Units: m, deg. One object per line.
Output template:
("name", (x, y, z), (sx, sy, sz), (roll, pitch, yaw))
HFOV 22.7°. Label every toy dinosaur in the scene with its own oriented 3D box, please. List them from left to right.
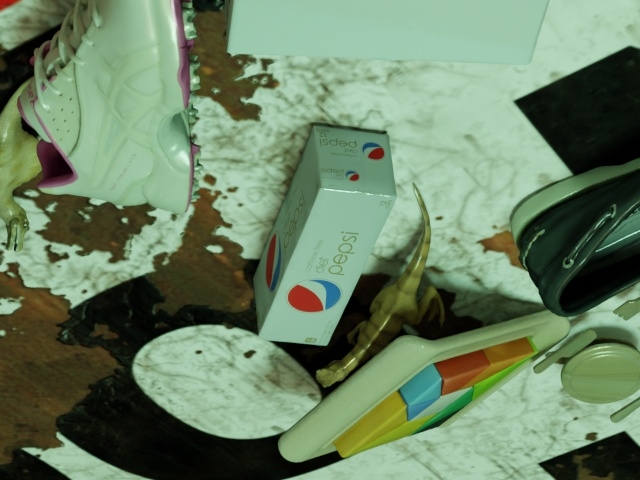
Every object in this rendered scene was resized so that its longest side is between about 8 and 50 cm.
("toy dinosaur", (-0.267, -0.072, 1.299), (0.092, 0.053, 0.183), (-8, 132, -26))
("toy dinosaur", (0.074, 0.054, 1.457), (0.211, 0.064, 0.112), (-60, 160, 13))

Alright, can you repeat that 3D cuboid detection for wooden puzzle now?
("wooden puzzle", (0.105, 0.147, 1.544), (0.238, 0.044, 0.221), (-4, 150, -45))

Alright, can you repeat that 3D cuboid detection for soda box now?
("soda box", (0.000, 0.000, 1.387), (0.069, 0.074, 0.216), (6, 140, -15))

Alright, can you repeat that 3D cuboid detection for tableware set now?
("tableware set", (0.318, 0.094, 1.574), (0.128, 0.039, 0.194), (33, 124, -28))

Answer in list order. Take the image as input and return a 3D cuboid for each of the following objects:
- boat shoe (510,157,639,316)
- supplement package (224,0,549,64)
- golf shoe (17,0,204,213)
("boat shoe", (0.323, -0.031, 1.357), (0.340, 0.113, 0.127), (-22, 138, 20))
("supplement package", (0.047, -0.269, 0.960), (0.199, 0.198, 0.263), (1, 141, -9))
("golf shoe", (-0.157, -0.127, 1.179), (0.140, 0.115, 0.306), (-2, 140, -6))
